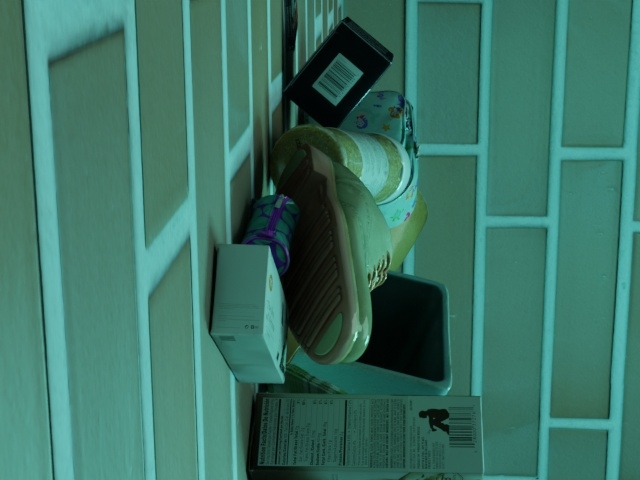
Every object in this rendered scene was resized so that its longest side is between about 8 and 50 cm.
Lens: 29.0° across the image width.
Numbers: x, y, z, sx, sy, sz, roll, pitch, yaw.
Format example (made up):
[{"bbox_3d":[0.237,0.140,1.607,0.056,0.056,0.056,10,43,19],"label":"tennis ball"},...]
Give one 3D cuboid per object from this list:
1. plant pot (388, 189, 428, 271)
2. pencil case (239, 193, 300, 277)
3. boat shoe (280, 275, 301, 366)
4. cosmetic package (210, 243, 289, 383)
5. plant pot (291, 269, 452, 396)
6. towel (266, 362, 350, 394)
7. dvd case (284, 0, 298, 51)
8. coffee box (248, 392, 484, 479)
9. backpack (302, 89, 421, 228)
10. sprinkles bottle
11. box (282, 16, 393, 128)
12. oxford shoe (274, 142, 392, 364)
[{"bbox_3d":[0.064,0.013,2.442,0.237,0.237,0.254,86,22,-52],"label":"plant pot"},{"bbox_3d":[-0.062,-0.005,1.480,0.152,0.064,0.070,-81,-173,-67],"label":"pencil case"},{"bbox_3d":[-0.033,0.078,1.628,0.307,0.104,0.111,-80,171,-65],"label":"boat shoe"},{"bbox_3d":[-0.073,0.086,1.366,0.239,0.060,0.099,79,11,-72],"label":"cosmetic package"},{"bbox_3d":[0.043,0.206,1.912,0.248,0.247,0.252,-84,-169,-54],"label":"plant pot"},{"bbox_3d":[-0.011,0.214,1.716,0.023,0.152,0.113,-52,156,-28],"label":"towel"},{"bbox_3d":[-0.048,-0.381,2.017,0.087,0.013,0.119,-85,176,-47],"label":"dvd case"},{"bbox_3d":[0.062,0.292,1.636,0.168,0.297,0.119,84,7,-53],"label":"coffee box"},{"bbox_3d":[0.073,-0.146,2.274,0.191,0.225,0.254,79,10,-65],"label":"backpack"},{"bbox_3d":[0.038,-0.113,1.912,0.355,0.121,0.121,-7,98,-71],"label":"sprinkles bottle"},{"bbox_3d":[0.033,-0.274,2.034,0.153,0.108,0.207,-50,-175,11],"label":"box"},{"bbox_3d":[0.037,0.018,1.562,0.140,0.146,0.397,-54,-155,30],"label":"oxford shoe"}]
